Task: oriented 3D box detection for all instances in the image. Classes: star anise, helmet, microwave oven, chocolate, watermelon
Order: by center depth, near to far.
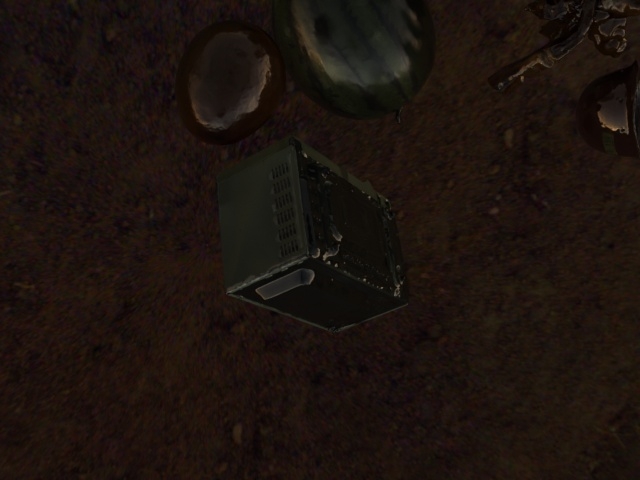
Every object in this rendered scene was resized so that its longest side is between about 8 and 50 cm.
[{"bbox_3d":[-0.126,-0.212,1.043,0.177,0.177,0.176,0,90,-9],"label":"chocolate"},{"bbox_3d":[0.418,-0.354,1.204,0.346,0.148,0.237,-33,139,3],"label":"star anise"},{"bbox_3d":[0.475,-0.213,1.230,0.106,0.175,0.155,1,70,23],"label":"helmet"},{"bbox_3d":[0.065,-0.370,1.350,0.279,0.279,0.359,-47,124,-6],"label":"watermelon"},{"bbox_3d":[0.000,0.000,1.444,0.219,0.355,0.286,-25,58,27],"label":"microwave oven"}]
